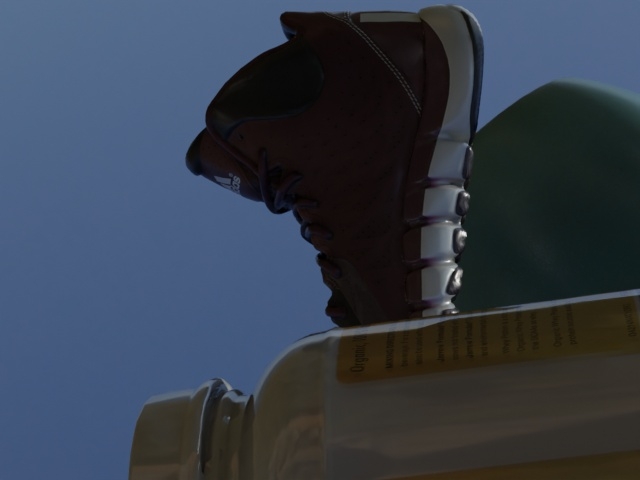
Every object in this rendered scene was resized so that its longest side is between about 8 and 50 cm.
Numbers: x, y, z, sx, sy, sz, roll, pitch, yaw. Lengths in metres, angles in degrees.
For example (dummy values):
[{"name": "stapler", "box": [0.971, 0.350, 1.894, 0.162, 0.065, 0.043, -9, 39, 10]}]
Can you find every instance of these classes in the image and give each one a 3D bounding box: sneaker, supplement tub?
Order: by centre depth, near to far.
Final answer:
[{"name": "supplement tub", "box": [0.060, 0.088, 0.525, 0.199, 0.144, 0.144, -8, -151, 7]}, {"name": "sneaker", "box": [0.000, 0.000, 1.115, 0.106, 0.162, 0.281, 84, 12, -80]}]

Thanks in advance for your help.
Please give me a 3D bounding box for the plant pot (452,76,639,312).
[{"name": "plant pot", "box": [0.191, 0.028, 1.395, 0.293, 0.235, 0.293, -39, 166, -12]}]
